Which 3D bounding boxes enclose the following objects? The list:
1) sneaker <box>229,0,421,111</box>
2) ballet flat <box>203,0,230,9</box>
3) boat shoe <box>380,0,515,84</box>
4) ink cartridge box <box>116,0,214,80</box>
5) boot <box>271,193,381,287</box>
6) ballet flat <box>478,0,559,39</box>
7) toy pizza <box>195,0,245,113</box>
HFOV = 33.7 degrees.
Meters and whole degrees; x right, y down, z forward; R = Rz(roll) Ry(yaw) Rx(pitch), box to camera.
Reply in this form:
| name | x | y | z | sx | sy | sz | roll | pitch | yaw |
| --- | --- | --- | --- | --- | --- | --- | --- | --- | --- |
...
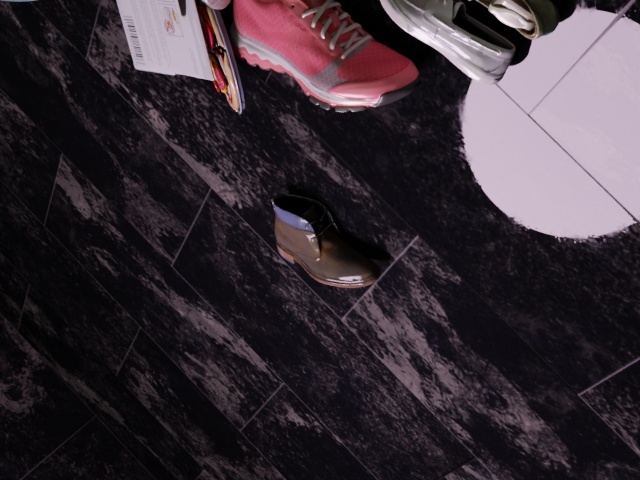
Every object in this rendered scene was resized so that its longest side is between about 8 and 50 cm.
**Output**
| name | x | y | z | sx | sy | sz | roll | pitch | yaw |
| --- | --- | --- | --- | --- | --- | --- | --- | --- | --- |
| sneaker | -0.007 | -0.274 | 1.400 | 0.314 | 0.116 | 0.136 | 28 | 140 | 30 |
| ballet flat | -0.135 | -0.454 | 1.346 | 0.106 | 0.107 | 0.316 | 3 | 115 | 34 |
| boat shoe | 0.154 | -0.263 | 1.275 | 0.184 | 0.066 | 0.063 | 43 | 132 | 13 |
| ink cartridge box | -0.229 | -0.379 | 1.542 | 0.239 | 0.060 | 0.275 | 18 | 128 | 49 |
| boot | 0.000 | 0.000 | 1.697 | 0.219 | 0.082 | 0.106 | 22 | 141 | 38 |
| ballet flat | 0.197 | -0.287 | 1.207 | 0.168 | 0.052 | 0.057 | 37 | 145 | 19 |
| toy pizza | -0.154 | -0.280 | 1.546 | 0.201 | 0.032 | 0.201 | 162 | 90 | -83 |
